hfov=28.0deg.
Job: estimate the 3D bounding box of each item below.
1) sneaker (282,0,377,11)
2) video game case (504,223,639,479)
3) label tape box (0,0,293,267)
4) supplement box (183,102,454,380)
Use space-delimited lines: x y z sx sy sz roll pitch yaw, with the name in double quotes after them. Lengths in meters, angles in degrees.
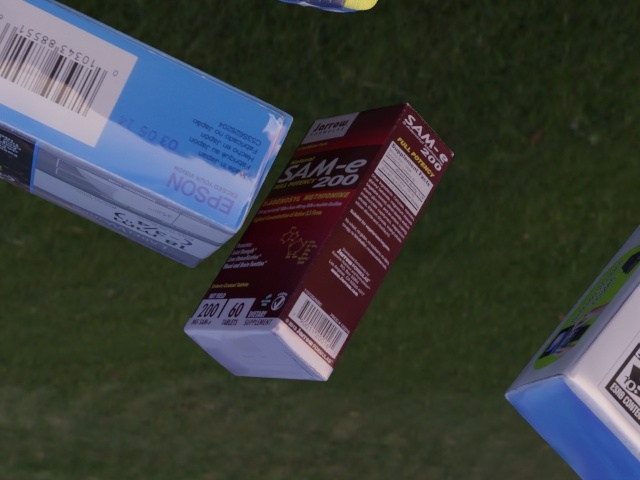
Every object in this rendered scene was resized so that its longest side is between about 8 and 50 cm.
-0.014 -0.265 1.325 0.144 0.053 0.059 14 -177 -13 "sneaker"
0.261 0.085 0.649 0.269 0.244 0.061 47 154 -5 "video game case"
-0.182 -0.075 1.068 0.241 0.105 0.334 25 167 -9 "label tape box"
0.000 0.000 1.084 0.130 0.239 0.073 -5 137 51 "supplement box"
